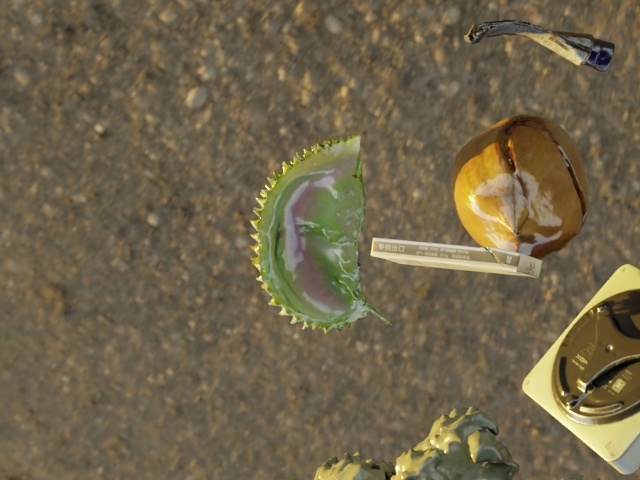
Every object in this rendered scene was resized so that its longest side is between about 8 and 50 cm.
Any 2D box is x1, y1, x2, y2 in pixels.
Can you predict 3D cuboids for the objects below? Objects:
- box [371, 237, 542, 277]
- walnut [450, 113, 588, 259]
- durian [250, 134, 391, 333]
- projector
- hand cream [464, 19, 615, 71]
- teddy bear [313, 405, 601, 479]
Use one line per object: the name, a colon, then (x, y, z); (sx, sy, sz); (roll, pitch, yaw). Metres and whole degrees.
box: (0.176, 0.022, 1.672); (0.198, 0.109, 0.029); (5, 86, 24)
walnut: (0.284, -0.066, 1.845); (0.203, 0.298, 0.203); (4, 118, 7)
durian: (-0.007, 0.002, 1.987); (0.169, 0.157, 0.355); (16, 132, 31)
projector: (0.447, 0.179, 1.905); (0.079, 0.257, 0.259); (40, 90, -30)
hand cream: (0.243, -0.221, 1.437); (0.163, 0.062, 0.039); (12, 89, -4)
teddy bear: (0.091, 0.314, 1.220); (0.224, 0.367, 0.357); (17, 100, -17)
